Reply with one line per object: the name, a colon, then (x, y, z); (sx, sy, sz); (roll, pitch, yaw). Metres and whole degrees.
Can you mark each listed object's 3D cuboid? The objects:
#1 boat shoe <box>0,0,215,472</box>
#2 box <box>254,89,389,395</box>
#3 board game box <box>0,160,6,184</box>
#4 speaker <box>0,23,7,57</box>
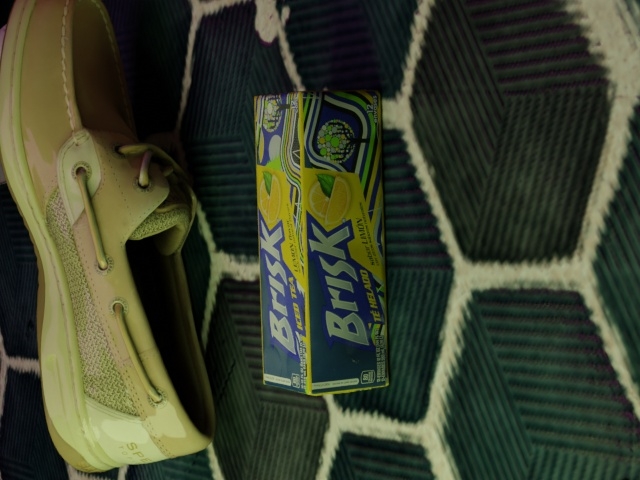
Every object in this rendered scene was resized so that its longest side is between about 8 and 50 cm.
boat shoe: (-0.135, -0.018, 1.174); (0.110, 0.121, 0.341); (-12, 85, 23)
box: (0.000, 0.000, 0.976); (0.059, 0.054, 0.169); (3, 97, 60)
board game box: (-0.350, -0.226, 1.488); (0.208, 0.056, 0.347); (25, 130, 61)
speaker: (-0.209, -0.122, 1.330); (0.136, 0.055, 0.055); (44, 130, 49)
